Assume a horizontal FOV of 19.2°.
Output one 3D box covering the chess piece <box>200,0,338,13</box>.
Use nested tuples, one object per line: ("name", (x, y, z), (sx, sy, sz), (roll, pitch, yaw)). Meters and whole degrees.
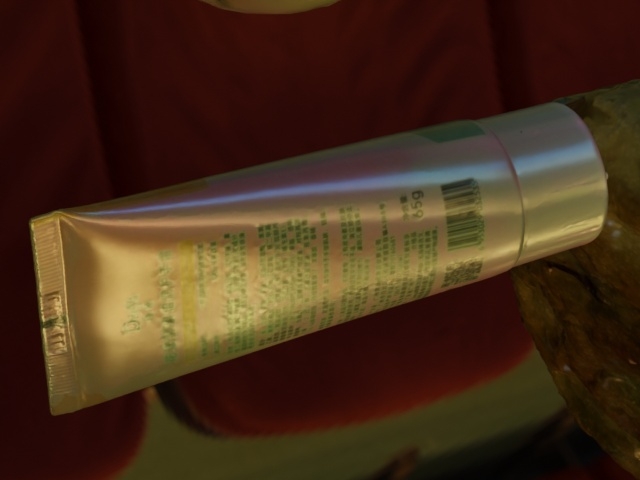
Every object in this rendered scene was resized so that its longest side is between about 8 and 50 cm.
("chess piece", (0.053, -0.086, 0.343), (0.271, 0.139, 0.139), (-7, 172, 29))

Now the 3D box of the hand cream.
("hand cream", (0.000, 0.000, 0.562), (0.174, 0.047, 0.076), (-17, 133, -19))

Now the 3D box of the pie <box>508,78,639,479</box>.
("pie", (0.186, 0.059, 0.756), (0.070, 0.323, 0.323), (-46, 163, -16))
